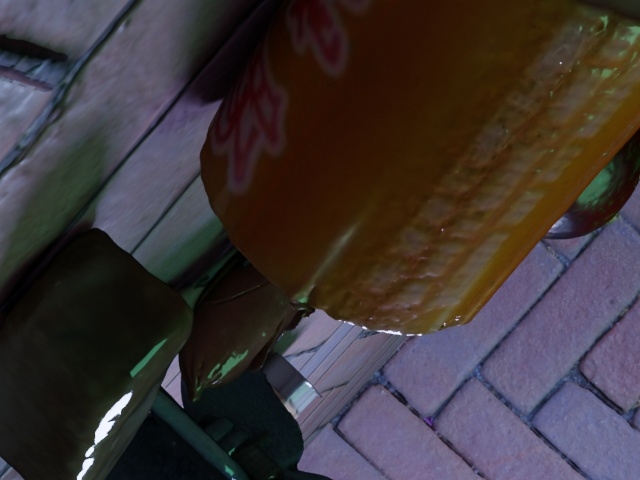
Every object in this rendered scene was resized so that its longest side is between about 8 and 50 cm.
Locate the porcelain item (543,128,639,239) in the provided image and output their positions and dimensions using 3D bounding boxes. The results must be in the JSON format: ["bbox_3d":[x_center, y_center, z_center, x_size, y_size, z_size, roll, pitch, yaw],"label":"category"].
[{"bbox_3d":[0.180,-0.131,1.261,0.253,0.253,0.253,-46,170,-10],"label":"porcelain item"}]

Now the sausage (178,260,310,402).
[{"bbox_3d":[-0.002,-0.001,1.399,0.433,0.088,0.088,-47,173,-38],"label":"sausage"}]

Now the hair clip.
[{"bbox_3d":[-0.116,0.277,1.411,0.238,0.318,0.392,-46,173,6],"label":"hair clip"}]

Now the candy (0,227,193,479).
[{"bbox_3d":[-0.168,0.092,1.038,0.102,0.104,0.234,-47,173,-35],"label":"candy"}]

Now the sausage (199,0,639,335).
[{"bbox_3d":[0.083,-0.113,0.942,0.233,0.233,0.287,-35,166,-52],"label":"sausage"}]

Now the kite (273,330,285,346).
[{"bbox_3d":[-0.069,0.127,1.902,0.190,0.010,0.159,-39,166,-49],"label":"kite"}]

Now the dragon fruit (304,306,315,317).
[{"bbox_3d":[-0.006,0.014,1.621,0.192,0.122,0.092,-33,123,-46],"label":"dragon fruit"}]

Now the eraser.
[{"bbox_3d":[-0.129,0.286,2.050,0.290,0.087,0.171,-46,172,-5],"label":"eraser"}]

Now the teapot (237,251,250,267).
[{"bbox_3d":[-0.014,-0.040,1.271,0.096,0.087,0.177,1,136,-44],"label":"teapot"}]

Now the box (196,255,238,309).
[{"bbox_3d":[-0.074,0.044,1.454,0.105,0.037,0.105,-45,171,-10],"label":"box"}]
